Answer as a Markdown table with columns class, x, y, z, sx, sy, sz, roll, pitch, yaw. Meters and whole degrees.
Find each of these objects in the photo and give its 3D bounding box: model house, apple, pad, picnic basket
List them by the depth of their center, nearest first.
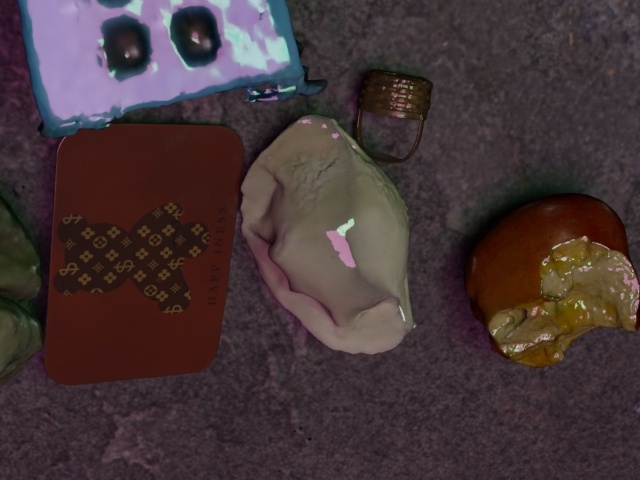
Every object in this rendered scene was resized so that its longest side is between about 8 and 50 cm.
| class | x | y | z | sx | sy | sz | roll | pitch | yaw |
| --- | --- | --- | --- | --- | --- | --- | --- | --- | --- |
| model house | -0.140 | -0.249 | 0.775 | 0.215 | 0.237 | 0.303 | -14 | 112 | -4 |
| picnic basket | 0.065 | -0.113 | 0.946 | 0.072 | 0.072 | 0.083 | 8 | 102 | -11 |
| pad | -0.168 | 0.017 | 0.975 | 0.181 | 0.004 | 0.267 | -2 | 114 | -26 |
| apple | 0.220 | 0.037 | 0.994 | 0.158 | 0.147 | 0.156 | -13 | 147 | 8 |

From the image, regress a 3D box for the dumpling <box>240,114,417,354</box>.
| class | x | y | z | sx | sy | sz | roll | pitch | yaw |
| --- | --- | --- | --- | --- | --- | --- | --- | --- | --- |
| dumpling | -0.002 | -0.004 | 0.967 | 0.166 | 0.126 | 0.216 | -12 | 132 | 26 |

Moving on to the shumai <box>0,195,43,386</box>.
| class | x | y | z | sx | sy | sz | roll | pitch | yaw |
| --- | --- | --- | --- | --- | --- | --- | --- | --- | --- |
| shumai | -0.402 | 0.067 | 0.853 | 0.309 | 0.263 | 0.304 | -12 | 116 | -2 |
